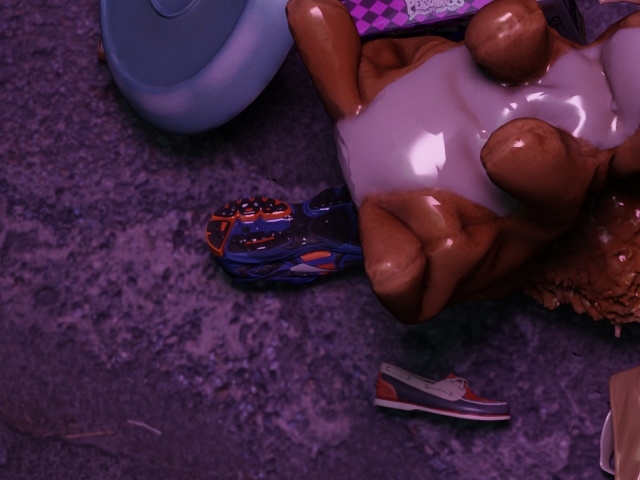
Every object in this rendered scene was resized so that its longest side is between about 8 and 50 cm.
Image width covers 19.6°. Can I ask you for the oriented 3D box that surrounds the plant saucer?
[{"bbox_3d":[-0.122,-0.260,1.783,0.317,0.043,0.318,-15,70,46],"label":"plant saucer"}]

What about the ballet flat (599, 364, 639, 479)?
[{"bbox_3d":[0.295,0.231,1.723,0.073,0.080,0.232,-2,80,42],"label":"ballet flat"}]

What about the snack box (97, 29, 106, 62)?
[{"bbox_3d":[-0.190,-0.271,1.920,0.064,0.022,0.178,4,85,16],"label":"snack box"}]

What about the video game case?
[{"bbox_3d":[0.123,-0.197,1.733,0.232,0.210,0.042,-10,80,13],"label":"video game case"}]

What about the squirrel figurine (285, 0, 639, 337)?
[{"bbox_3d":[0.217,-0.083,1.623,0.370,0.397,0.281,-20,62,8],"label":"squirrel figurine"}]

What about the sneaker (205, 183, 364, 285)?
[{"bbox_3d":[0.000,0.000,1.817,0.221,0.087,0.083,-1,55,1],"label":"sneaker"}]

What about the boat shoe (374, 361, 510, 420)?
[{"bbox_3d":[0.118,0.148,1.782,0.137,0.049,0.043,8,84,20],"label":"boat shoe"}]
